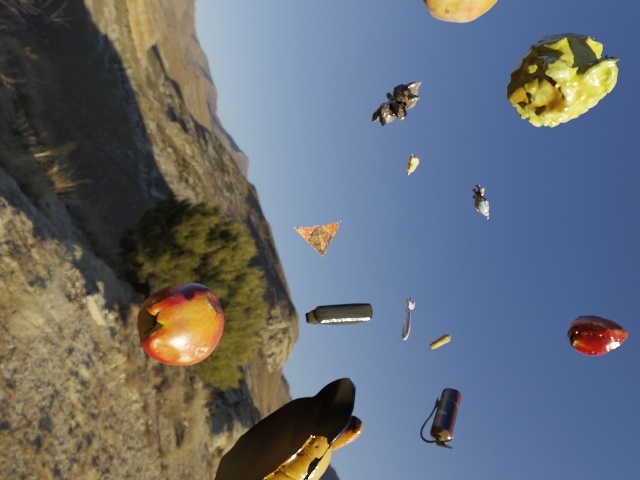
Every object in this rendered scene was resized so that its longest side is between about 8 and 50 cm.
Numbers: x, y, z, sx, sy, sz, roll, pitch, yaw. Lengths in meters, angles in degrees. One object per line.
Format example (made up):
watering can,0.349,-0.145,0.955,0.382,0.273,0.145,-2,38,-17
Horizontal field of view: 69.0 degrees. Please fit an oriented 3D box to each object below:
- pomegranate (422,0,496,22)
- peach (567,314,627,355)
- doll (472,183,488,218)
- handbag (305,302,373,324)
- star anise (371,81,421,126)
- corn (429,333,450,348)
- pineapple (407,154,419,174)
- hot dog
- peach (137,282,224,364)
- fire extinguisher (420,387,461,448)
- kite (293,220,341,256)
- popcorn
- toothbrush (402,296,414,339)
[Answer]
pomegranate,0.322,-0.593,1.068,0.191,0.191,0.191,168,-90,-77
peach,0.901,0.318,1.526,0.172,0.092,0.127,-5,-70,41
doll,0.509,-0.121,1.476,0.057,0.039,0.114,-30,-116,41
handbag,0.073,0.311,1.904,0.223,0.247,0.080,126,-38,-71
star anise,0.294,-0.518,1.748,0.073,0.212,0.197,42,-19,-33
corn,0.426,0.358,1.651,0.028,0.083,0.027,66,-6,-33
pineapple,0.324,-0.269,1.628,0.019,0.045,0.083,48,-20,30
hot dog,-0.044,0.421,0.901,0.107,0.326,0.194,52,19,-26
peach,-0.373,0.222,1.270,0.199,0.243,0.243,31,-42,37
fire extinguisher,0.248,0.370,0.956,0.045,0.078,0.157,62,33,-11
kite,-0.001,0.000,1.708,0.008,0.222,0.125,-11,-92,52
popcorn,0.776,-0.528,1.513,0.335,0.274,0.279,115,-22,-57
toothbrush,0.277,0.244,1.462,0.029,0.025,0.307,43,19,0
